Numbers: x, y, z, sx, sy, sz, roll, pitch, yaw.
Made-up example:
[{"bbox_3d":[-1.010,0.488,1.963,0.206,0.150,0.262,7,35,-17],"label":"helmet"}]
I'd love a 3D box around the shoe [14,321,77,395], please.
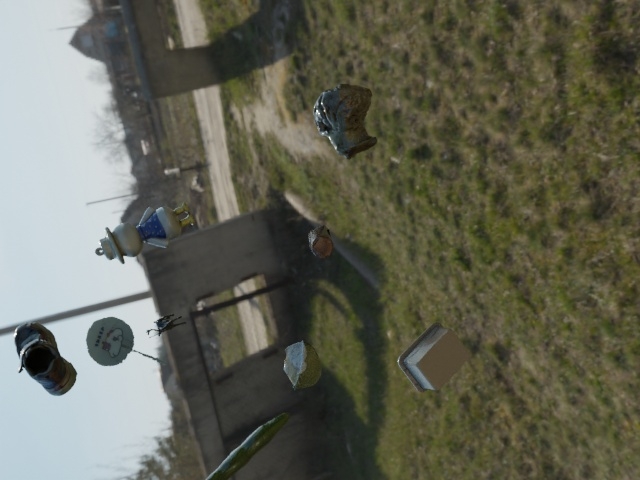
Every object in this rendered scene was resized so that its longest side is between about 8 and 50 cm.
[{"bbox_3d":[-0.694,0.279,1.491,0.228,0.099,0.125,40,168,23],"label":"shoe"}]

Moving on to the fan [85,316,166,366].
[{"bbox_3d":[-0.734,0.407,2.326,0.009,0.329,0.190,62,-132,-86],"label":"fan"}]

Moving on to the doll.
[{"bbox_3d":[-0.515,-0.021,1.794,0.138,0.293,0.119,61,164,12],"label":"doll"}]

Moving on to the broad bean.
[{"bbox_3d":[-0.177,0.482,1.365,0.043,0.298,0.060,47,148,9],"label":"broad bean"}]

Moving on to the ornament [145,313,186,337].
[{"bbox_3d":[-0.443,0.239,1.713,0.074,0.125,0.028,10,111,28],"label":"ornament"}]

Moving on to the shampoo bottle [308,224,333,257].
[{"bbox_3d":[0.001,-0.002,1.728,0.236,0.068,0.066,-114,14,-80],"label":"shampoo bottle"}]

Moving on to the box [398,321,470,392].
[{"bbox_3d":[0.220,0.224,1.169,0.089,0.122,0.062,53,159,-10],"label":"box"}]

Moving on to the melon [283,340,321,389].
[{"bbox_3d":[-0.064,0.426,1.988,0.139,0.093,0.202,-65,-35,-45],"label":"melon"}]

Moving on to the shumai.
[{"bbox_3d":[0.072,-0.322,1.701,0.206,0.167,0.175,110,152,-66],"label":"shumai"}]
